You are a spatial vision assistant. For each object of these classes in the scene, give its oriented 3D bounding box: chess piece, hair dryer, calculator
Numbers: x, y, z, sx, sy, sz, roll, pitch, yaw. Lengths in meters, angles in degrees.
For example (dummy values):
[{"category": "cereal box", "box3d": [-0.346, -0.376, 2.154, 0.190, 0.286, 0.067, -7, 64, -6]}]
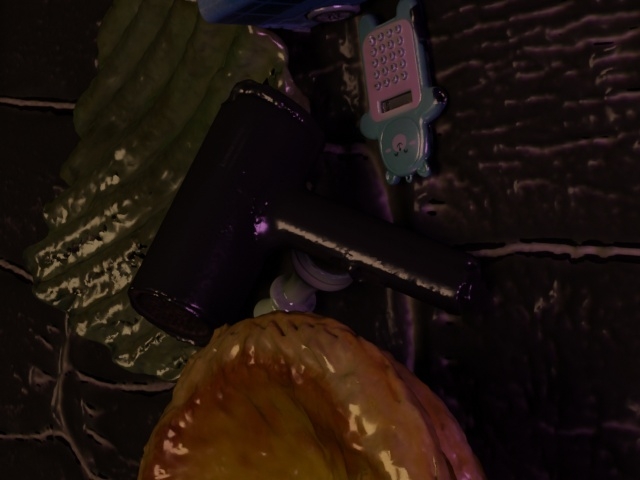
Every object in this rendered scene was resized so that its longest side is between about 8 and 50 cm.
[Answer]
[{"category": "chess piece", "box3d": [-0.021, 0.043, 1.234, 0.149, 0.059, 0.059, -51, 52, 50]}, {"category": "hair dryer", "box3d": [0.000, 0.000, 1.108, 0.251, 0.089, 0.197, 17, 66, 24]}, {"category": "calculator", "box3d": [0.060, -0.113, 1.141, 0.094, 0.019, 0.141, -17, 77, 50]}]

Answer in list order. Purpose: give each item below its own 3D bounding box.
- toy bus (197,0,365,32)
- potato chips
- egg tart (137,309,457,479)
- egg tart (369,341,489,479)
[{"category": "toy bus", "box3d": [0.007, -0.238, 1.110, 0.234, 0.134, 0.116, -16, 78, 53]}, {"category": "potato chips", "box3d": [-0.155, -0.090, 1.369, 0.373, 0.097, 0.389, 51, 124, 43]}, {"category": "egg tart", "box3d": [-0.002, 0.194, 0.967, 0.319, 0.128, 0.319, -3, 86, 49]}, {"category": "egg tart", "box3d": [0.042, 0.210, 1.098, 0.295, 0.116, 0.294, 0, 89, 48]}]
